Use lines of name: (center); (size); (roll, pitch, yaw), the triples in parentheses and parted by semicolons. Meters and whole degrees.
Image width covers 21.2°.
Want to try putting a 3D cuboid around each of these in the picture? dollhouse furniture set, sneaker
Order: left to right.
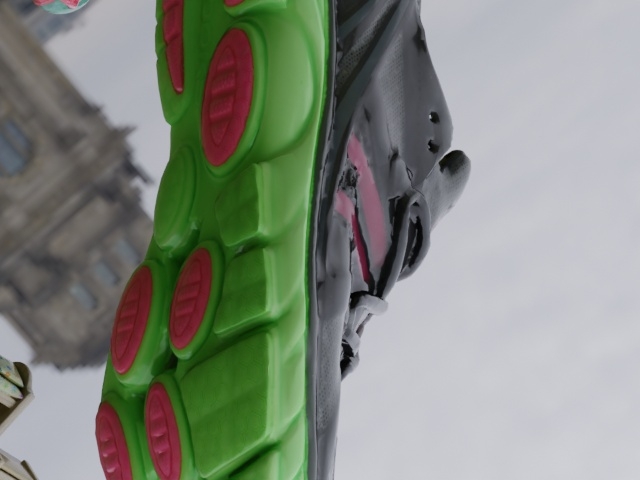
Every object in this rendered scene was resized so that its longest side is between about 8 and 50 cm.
dollhouse furniture set: (-0.309, 0.113, 1.457); (0.101, 0.182, 0.161); (-48, -139, 1)
sneaker: (0.000, 0.000, 1.006); (0.185, 0.202, 0.482); (-6, -108, 53)

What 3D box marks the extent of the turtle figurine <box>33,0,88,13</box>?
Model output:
turtle figurine: (-0.174, -0.193, 0.873); (0.118, 0.234, 0.175); (-16, -162, 5)
